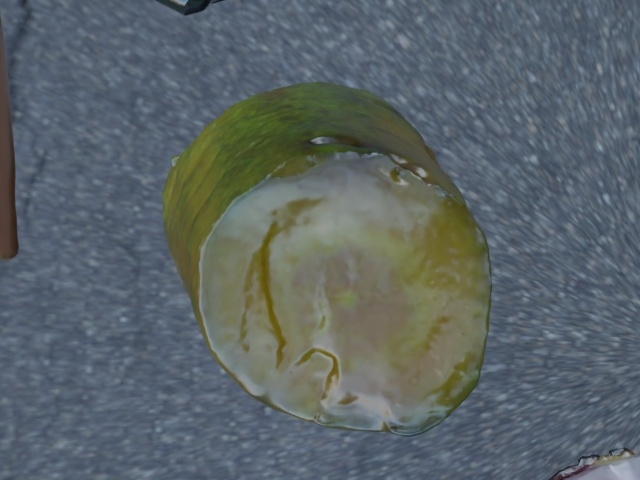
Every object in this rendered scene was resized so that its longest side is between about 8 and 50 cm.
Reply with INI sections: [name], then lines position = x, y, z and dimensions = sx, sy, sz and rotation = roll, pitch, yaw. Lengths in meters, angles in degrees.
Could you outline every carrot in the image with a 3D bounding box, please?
[carrot]
position = 0.000, 0.000, 1.207
dimensions = 0.242, 0.340, 0.241
rotation = -4, 111, -10

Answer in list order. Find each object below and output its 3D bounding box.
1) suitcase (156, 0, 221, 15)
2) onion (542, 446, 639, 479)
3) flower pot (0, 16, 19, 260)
[suitcase]
position = -0.013, -0.289, 0.972
dimensions = 0.066, 0.206, 0.285
rotation = 35, 114, 4
[onion]
position = 0.218, 0.181, 0.854
dimensions = 0.227, 0.283, 0.120
rotation = -15, 85, -2
[flower pot]
position = -0.194, -0.080, 0.533
dimensions = 0.191, 0.190, 0.173
rotation = 5, 92, 15
